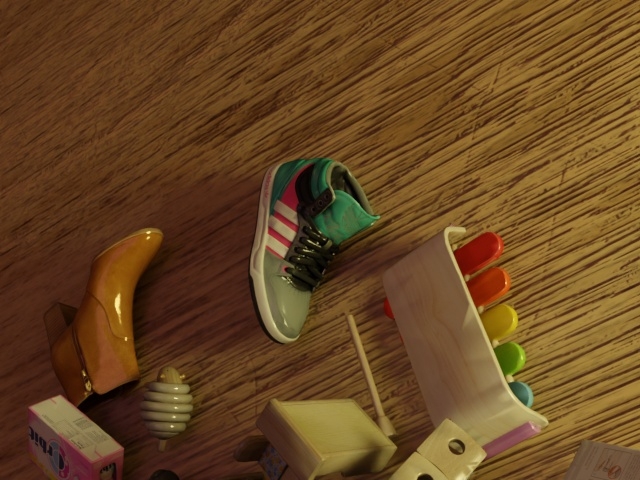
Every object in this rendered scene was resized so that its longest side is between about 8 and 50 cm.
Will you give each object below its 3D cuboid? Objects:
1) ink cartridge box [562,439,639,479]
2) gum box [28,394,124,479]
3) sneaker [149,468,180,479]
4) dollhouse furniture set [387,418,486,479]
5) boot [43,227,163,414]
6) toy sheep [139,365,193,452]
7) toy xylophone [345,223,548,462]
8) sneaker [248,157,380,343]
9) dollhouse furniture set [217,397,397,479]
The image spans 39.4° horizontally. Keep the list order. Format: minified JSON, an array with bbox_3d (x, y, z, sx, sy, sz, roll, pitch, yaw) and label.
[{"bbox_3d":[0.345,0.321,0.974,0.189,0.066,0.232,-55,14,-19],"label":"ink cartridge box"},{"bbox_3d":[-0.388,0.342,1.419,0.188,0.062,0.107,27,120,35],"label":"gum box"},{"bbox_3d":[-0.176,0.481,1.248,0.146,0.122,0.331,-12,63,7],"label":"sneaker"},{"bbox_3d":[0.166,0.336,1.059,0.183,0.129,0.129,41,56,17],"label":"dollhouse furniture set"},{"bbox_3d":[-0.334,0.140,1.486,0.295,0.104,0.211,-41,61,17],"label":"boot"},{"bbox_3d":[-0.240,0.260,1.383,0.091,0.091,0.132,-2,84,30],"label":"toy sheep"},{"bbox_3d":[0.157,0.137,1.191,0.236,0.081,0.323,-29,60,33],"label":"toy xylophone"},{"bbox_3d":[0.000,0.000,1.326,0.178,0.123,0.296,-16,62,36],"label":"sneaker"},{"bbox_3d":[-0.039,0.329,1.153,0.212,0.161,0.242,43,111,35],"label":"dollhouse furniture set"}]
